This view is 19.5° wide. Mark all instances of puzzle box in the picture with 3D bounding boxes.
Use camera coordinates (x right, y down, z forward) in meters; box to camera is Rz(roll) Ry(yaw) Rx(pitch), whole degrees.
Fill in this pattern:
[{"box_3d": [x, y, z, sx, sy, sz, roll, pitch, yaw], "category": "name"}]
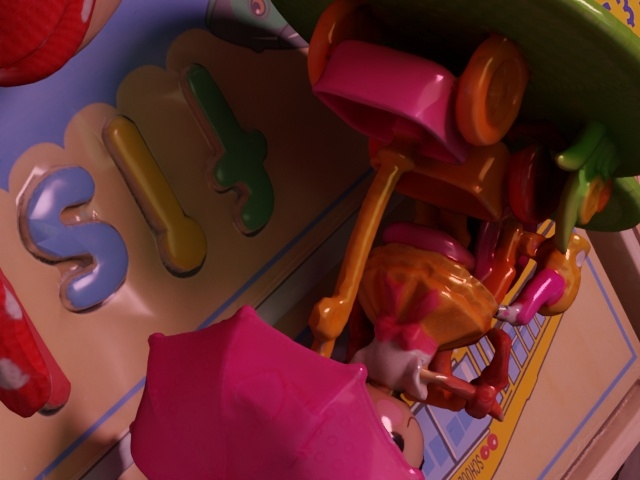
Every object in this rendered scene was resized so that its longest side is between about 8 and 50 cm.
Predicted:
[{"box_3d": [0.000, 0.000, 0.590, 0.409, 0.052, 0.272, -45, 115, -39], "category": "puzzle box"}]

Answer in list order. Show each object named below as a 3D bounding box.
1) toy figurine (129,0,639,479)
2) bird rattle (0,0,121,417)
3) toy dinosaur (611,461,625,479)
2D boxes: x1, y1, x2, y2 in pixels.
[{"box_3d": [0.015, 0.022, 0.511, 0.159, 0.130, 0.173, -63, 151, -14], "category": "toy figurine"}, {"box_3d": [-0.056, -0.103, 0.407, 0.207, 0.143, 0.253, -55, 150, -65], "category": "bird rattle"}, {"box_3d": [0.129, 0.170, 0.644, 0.160, 0.121, 0.313, 51, 47, -10], "category": "toy dinosaur"}]
